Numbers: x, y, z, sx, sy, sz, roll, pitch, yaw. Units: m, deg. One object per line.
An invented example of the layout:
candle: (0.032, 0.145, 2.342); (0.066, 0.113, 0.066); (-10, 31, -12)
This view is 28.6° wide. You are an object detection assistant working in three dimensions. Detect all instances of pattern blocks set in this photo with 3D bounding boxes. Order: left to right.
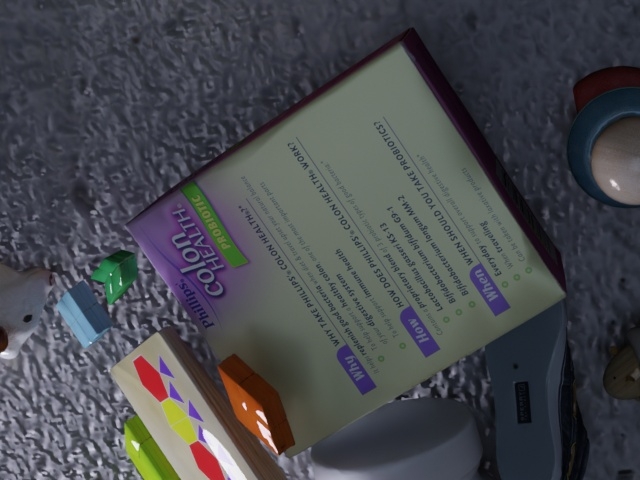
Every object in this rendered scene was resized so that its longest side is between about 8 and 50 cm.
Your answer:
pattern blocks set: (-0.087, 0.155, 0.968); (0.325, 0.026, 0.285); (60, 149, -6)

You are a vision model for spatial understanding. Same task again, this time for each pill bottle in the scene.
pill bottle: (0.089, 0.278, 0.998); (0.162, 0.162, 0.278); (-13, 101, 12)

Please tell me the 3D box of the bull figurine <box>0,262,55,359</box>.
bull figurine: (-0.381, 0.026, 1.038); (0.310, 0.101, 0.188); (-10, 99, 9)

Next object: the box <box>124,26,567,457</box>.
box: (0.023, 0.000, 0.936); (0.243, 0.117, 0.213); (-33, 98, 14)

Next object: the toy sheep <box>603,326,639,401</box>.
toy sheep: (0.281, 0.093, 0.963); (0.132, 0.091, 0.091); (-16, 102, -2)

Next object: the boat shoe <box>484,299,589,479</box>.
boat shoe: (0.173, 0.113, 0.997); (0.065, 0.083, 0.183); (-4, 76, 29)

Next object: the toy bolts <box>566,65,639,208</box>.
toy bolts: (0.280, -0.101, 0.871); (0.228, 0.158, 0.218); (-13, 102, 12)
